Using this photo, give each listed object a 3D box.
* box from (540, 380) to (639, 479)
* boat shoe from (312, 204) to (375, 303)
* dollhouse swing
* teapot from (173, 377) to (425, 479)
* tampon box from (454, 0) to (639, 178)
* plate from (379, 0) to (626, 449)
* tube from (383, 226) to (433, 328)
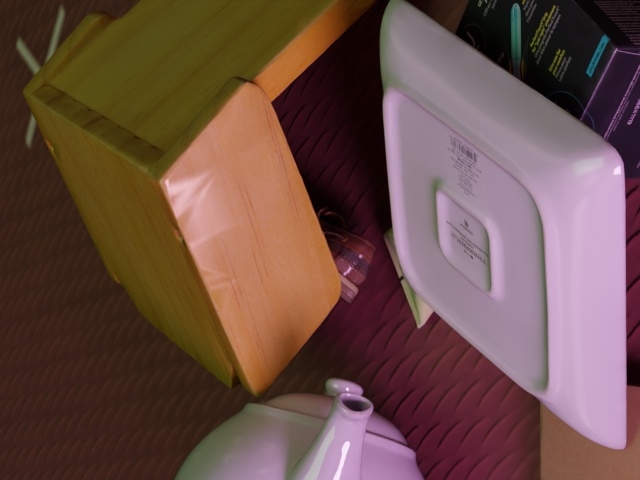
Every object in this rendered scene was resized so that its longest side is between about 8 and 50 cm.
[{"bbox_3d":[0.235,0.186,1.380,0.201,0.021,0.164,3,94,57],"label":"box"},{"bbox_3d":[0.000,0.000,1.706,0.060,0.064,0.178,-52,31,0],"label":"boat shoe"},{"bbox_3d":[-0.056,-0.100,1.699,0.347,0.305,0.315,29,146,58],"label":"dollhouse swing"},{"bbox_3d":[-0.005,0.209,1.587,0.256,0.252,0.187,7,77,42],"label":"teapot"},{"bbox_3d":[0.188,-0.137,1.360,0.161,0.101,0.120,56,136,40],"label":"tampon box"},{"bbox_3d":[0.123,-0.008,1.377,0.277,0.045,0.278,43,149,45],"label":"plate"},{"bbox_3d":[0.116,-0.022,1.525,0.240,0.062,0.070,-51,12,51],"label":"tube"}]
